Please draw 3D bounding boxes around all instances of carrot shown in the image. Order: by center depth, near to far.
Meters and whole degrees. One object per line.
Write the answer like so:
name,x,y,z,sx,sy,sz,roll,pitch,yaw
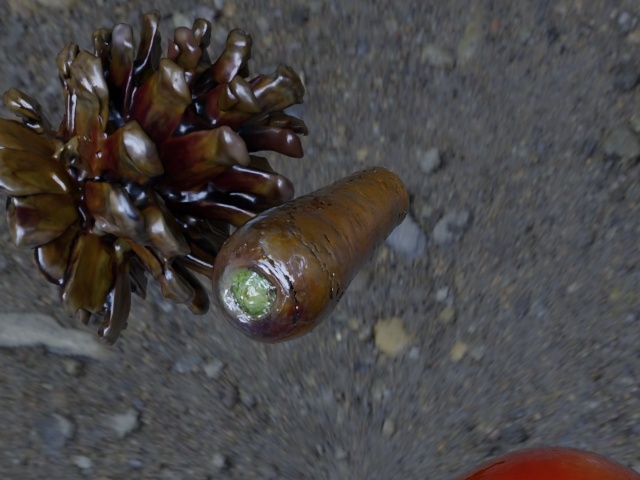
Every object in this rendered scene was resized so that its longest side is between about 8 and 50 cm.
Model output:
carrot,0.000,0.000,0.708,0.055,0.161,0.055,6,109,18

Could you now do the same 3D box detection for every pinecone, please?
pinecone,-0.093,-0.040,0.899,0.195,0.179,0.150,-43,40,-16

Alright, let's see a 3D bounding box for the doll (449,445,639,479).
doll,0.064,0.159,0.474,0.363,0.160,0.183,-29,74,8
